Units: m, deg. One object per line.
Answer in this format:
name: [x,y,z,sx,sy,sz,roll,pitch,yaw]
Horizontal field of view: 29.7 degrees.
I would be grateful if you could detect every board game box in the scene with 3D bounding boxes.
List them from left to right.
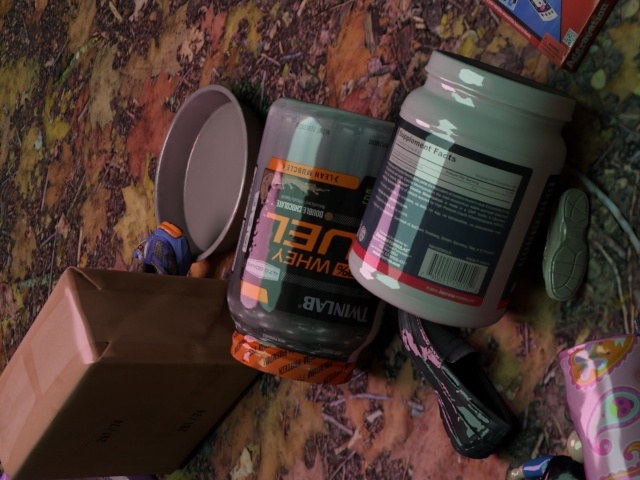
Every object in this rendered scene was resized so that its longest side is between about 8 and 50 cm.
board game box: [0.251,-0.329,1.426,0.145,0.027,0.281,-61,39,23]

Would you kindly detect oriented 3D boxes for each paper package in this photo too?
paper package: [-0.295,0.209,1.821,0.325,0.309,0.168,-52,48,35]

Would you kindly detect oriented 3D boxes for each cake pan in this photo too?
cake pan: [-0.178,-0.104,1.954,0.293,0.054,0.293,-18,67,52]

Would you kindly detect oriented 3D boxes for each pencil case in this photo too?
pencil case: [0.304,0.225,1.142,0.124,0.124,0.284,-29,58,48]

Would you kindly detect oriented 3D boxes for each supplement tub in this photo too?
supplement tub: [0.000,0.000,1.545,0.207,0.207,0.338,20,100,55]
supplement tub: [0.158,-0.057,1.348,0.191,0.191,0.272,37,112,52]

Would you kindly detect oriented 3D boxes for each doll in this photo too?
doll: [0.245,0.280,1.270,0.129,0.046,0.189,39,114,50]

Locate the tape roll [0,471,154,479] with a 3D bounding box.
tape roll: [-0.384,0.438,1.921,0.090,0.274,0.275,-59,40,26]

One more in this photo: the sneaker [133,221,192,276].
sneaker: [-0.248,0.078,1.926,0.083,0.087,0.221,24,134,48]

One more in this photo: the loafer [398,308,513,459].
loafer: [0.159,0.146,1.405,0.078,0.076,0.223,-47,51,31]

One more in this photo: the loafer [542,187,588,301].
loafer: [0.265,0.006,1.318,0.039,0.045,0.125,162,120,-70]
